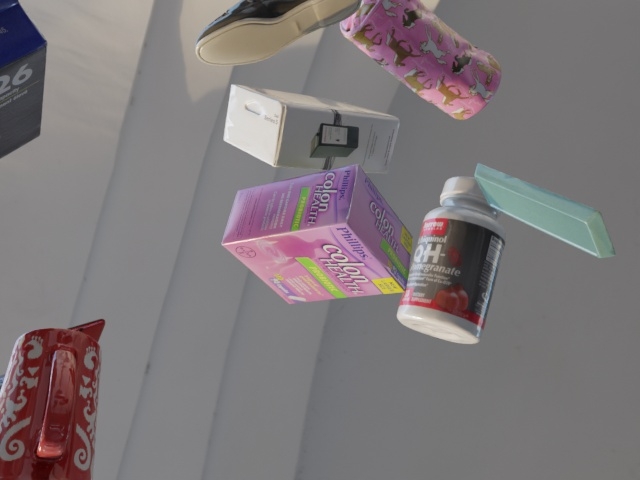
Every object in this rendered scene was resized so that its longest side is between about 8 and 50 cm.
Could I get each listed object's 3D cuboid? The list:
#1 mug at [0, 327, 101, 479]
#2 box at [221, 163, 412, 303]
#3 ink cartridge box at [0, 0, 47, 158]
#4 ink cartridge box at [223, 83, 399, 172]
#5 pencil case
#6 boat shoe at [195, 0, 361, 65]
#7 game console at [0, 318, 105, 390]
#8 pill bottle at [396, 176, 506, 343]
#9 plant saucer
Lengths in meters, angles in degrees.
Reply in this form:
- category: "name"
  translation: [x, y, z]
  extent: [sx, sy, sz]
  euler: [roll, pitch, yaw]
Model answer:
- category: "mug"
  translation: [-0.266, 0.178, 0.644]
  extent: [0.113, 0.150, 0.169]
  euler: [41, -148, -42]
- category: "box"
  translation: [0.000, 0.000, 1.077]
  extent: [0.213, 0.242, 0.117]
  euler: [47, -137, -43]
- category: "ink cartridge box"
  translation: [-0.455, -0.140, 0.718]
  extent: [0.072, 0.307, 0.303]
  euler: [49, -122, -2]
- category: "ink cartridge box"
  translation: [-0.019, -0.212, 1.214]
  extent: [0.272, 0.198, 0.115]
  euler: [-1, -69, -37]
- category: "pencil case"
  translation: [0.221, -0.423, 1.386]
  extent: [0.386, 0.160, 0.167]
  euler: [26, -143, -31]
- category: "boat shoe"
  translation: [-0.086, -0.435, 1.219]
  extent: [0.335, 0.112, 0.096]
  euler: [-21, -118, 1]
- category: "game console"
  translation: [-0.394, 0.161, 0.891]
  extent: [0.124, 0.144, 0.085]
  euler: [0, -85, 24]
- category: "pill bottle"
  translation: [0.282, 0.038, 1.314]
  extent: [0.176, 0.176, 0.319]
  euler: [21, -105, -12]
- category: "plant saucer"
  translation: [0.244, -0.035, 0.715]
  extent: [0.018, 0.192, 0.067]
  euler: [-41, -57, -7]
